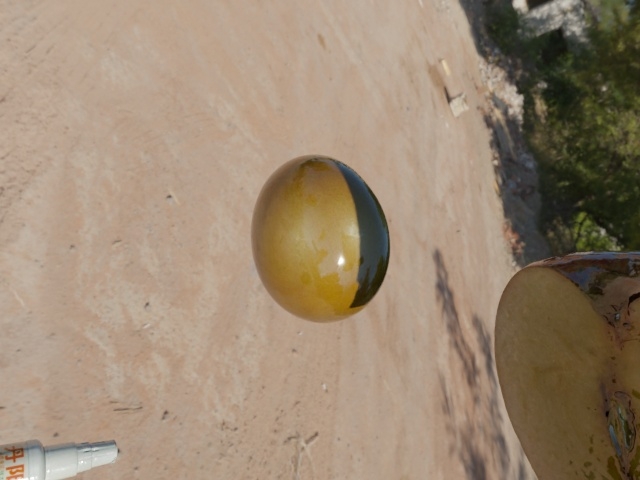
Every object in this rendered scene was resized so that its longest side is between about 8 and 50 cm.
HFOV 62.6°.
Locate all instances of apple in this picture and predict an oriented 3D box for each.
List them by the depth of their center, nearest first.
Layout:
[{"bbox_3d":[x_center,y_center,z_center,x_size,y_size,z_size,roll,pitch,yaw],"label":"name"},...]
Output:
[{"bbox_3d":[0.375,0.192,0.619,0.329,0.295,0.365,-6,87,-78],"label":"apple"}]

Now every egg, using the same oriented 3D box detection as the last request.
[{"bbox_3d":[0.000,0.000,1.073,0.282,0.282,0.351,-42,126,-61],"label":"egg"}]

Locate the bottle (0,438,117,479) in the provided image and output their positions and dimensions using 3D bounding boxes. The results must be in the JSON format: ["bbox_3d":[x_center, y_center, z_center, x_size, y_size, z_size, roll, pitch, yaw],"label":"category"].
[{"bbox_3d":[-0.329,0.241,0.553,0.217,0.060,0.060,0,72,-36],"label":"bottle"}]
